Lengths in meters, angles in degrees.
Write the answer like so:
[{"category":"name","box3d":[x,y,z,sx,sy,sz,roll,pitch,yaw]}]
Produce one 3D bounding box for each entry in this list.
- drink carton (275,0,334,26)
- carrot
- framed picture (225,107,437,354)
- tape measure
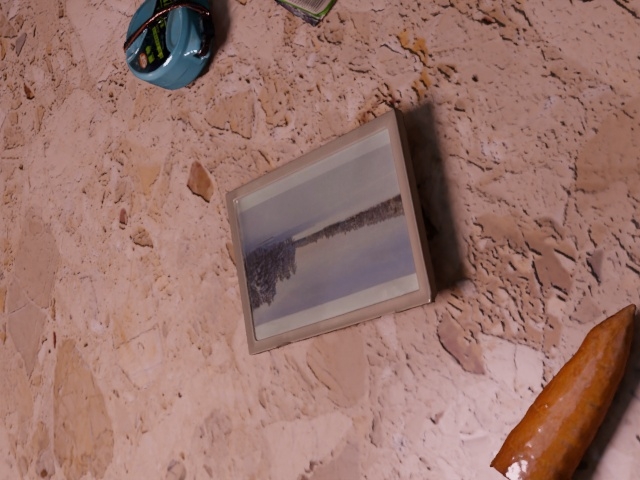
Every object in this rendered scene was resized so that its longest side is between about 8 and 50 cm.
[{"category":"drink carton","box3d":[-0.009,-0.410,1.066,0.161,0.108,0.271,44,109,30]},{"category":"carrot","box3d":[0.233,0.145,0.838,0.072,0.072,0.205,34,103,35]},{"category":"framed picture","box3d":[0.000,0.000,1.041,0.289,0.016,0.213,-21,72,42]},{"category":"tape measure","box3d":[-0.201,-0.269,1.212,0.146,0.081,0.125,-27,65,32]}]
